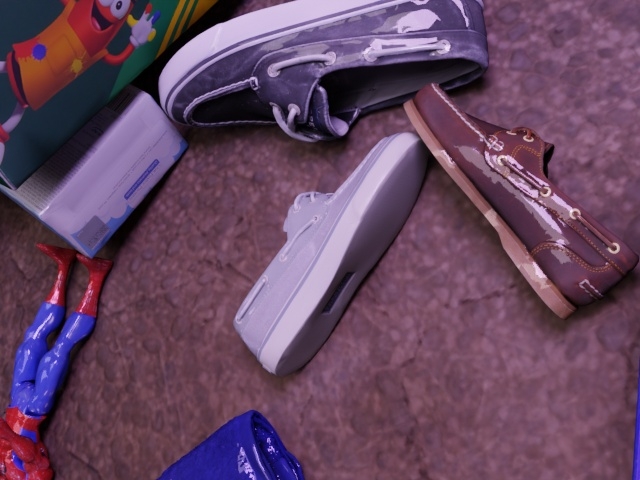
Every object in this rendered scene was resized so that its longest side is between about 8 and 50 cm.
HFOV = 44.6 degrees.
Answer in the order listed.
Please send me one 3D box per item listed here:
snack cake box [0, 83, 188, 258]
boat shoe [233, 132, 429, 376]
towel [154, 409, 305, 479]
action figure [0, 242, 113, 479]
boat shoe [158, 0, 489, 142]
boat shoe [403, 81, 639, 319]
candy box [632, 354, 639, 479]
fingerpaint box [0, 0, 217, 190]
[{"bbox_3d":[-0.284,-0.113,0.794,0.264,0.089,0.152,31,76,31],"label":"snack cake box"},{"bbox_3d":[0.000,0.001,0.638,0.081,0.079,0.228,37,101,26],"label":"boat shoe"},{"bbox_3d":[-0.116,0.311,0.640,0.308,0.076,0.228,-36,57,18],"label":"towel"},{"bbox_3d":[-0.302,0.140,0.746,0.091,0.139,0.281,11,87,31],"label":"action figure"},{"bbox_3d":[-0.006,-0.134,0.664,0.301,0.108,0.102,-13,71,19],"label":"boat shoe"},{"bbox_3d":[0.144,-0.044,0.572,0.073,0.073,0.207,-43,71,22],"label":"boat shoe"},{"bbox_3d":[0.299,0.072,0.366,0.268,0.122,0.317,-2,51,29],"label":"candy box"},{"bbox_3d":[-0.328,-0.284,0.759,0.444,0.163,0.371,22,61,31],"label":"fingerpaint box"}]
